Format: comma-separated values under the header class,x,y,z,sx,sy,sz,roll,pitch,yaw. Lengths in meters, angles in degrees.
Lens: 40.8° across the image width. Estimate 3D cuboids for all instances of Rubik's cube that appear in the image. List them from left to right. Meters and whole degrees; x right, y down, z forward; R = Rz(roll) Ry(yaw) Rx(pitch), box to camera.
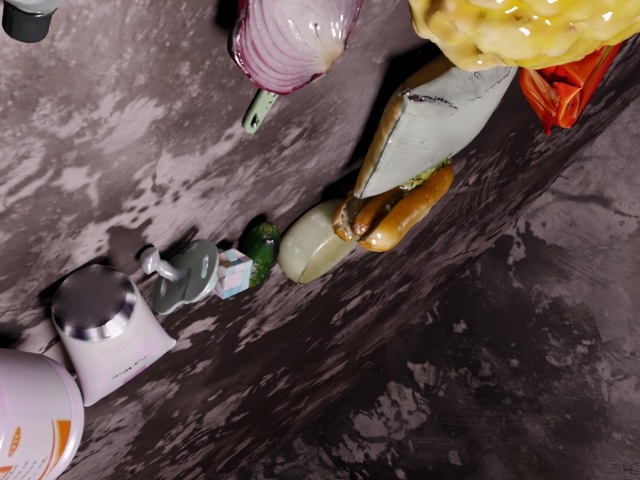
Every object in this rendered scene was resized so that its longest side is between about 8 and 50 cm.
class,x,y,z,sx,sy,sz,roll,pitch,yaw
Rubik's cube,-0.162,0.046,1.454,0.075,0.073,0.084,-1,115,-53

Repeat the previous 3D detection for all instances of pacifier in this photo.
class,x,y,z,sx,sy,sz,roll,pitch,yaw
pacifier,-0.222,0.040,1.306,0.150,0.127,0.116,-19,138,41

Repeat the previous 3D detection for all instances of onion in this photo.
class,x,y,z,sx,sy,sz,roll,pitch,yaw
onion,-0.026,-0.262,0.918,0.206,0.151,0.098,-40,-160,43

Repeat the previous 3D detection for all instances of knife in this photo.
class,x,y,z,sx,sy,sz,roll,pitch,yaw
knife,-0.034,-0.237,1.086,0.043,0.020,0.293,-23,157,-46

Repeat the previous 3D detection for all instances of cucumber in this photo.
class,x,y,z,sx,sy,sz,roll,pitch,yaw
cucumber,-0.114,0.033,1.531,0.069,0.069,0.227,-30,165,-26

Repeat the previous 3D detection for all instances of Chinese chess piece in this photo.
class,x,y,z,sx,sy,sz,roll,pitch,yaw
Chinese chess piece,0.000,0.000,1.652,0.188,0.083,0.188,-38,163,-14

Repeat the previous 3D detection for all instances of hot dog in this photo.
class,x,y,z,sx,sy,sz,roll,pitch,yaw
hot dog,0.147,-0.093,1.598,0.337,0.135,0.100,-39,137,-43

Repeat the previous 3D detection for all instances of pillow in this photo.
class,x,y,z,sx,sy,sz,roll,pitch,yaw
pillow,0.203,-0.217,1.443,0.312,0.119,0.310,-32,161,-26

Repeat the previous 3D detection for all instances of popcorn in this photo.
class,x,y,z,sx,sy,sz,roll,pitch,yaw
popcorn,0.224,-0.337,0.818,0.390,0.354,0.344,-35,144,-7

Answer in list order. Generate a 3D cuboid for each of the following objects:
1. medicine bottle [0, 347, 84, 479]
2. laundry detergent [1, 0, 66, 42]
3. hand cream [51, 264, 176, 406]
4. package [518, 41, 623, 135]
class,x,y,z,sx,sy,sz,roll,pitch,yaw
medicine bottle,-0.460,0.228,1.083,0.202,0.202,0.316,-40,162,3
laundry detergent,-0.207,-0.242,0.644,0.099,0.070,0.226,-34,165,-43
hand cream,-0.315,0.158,1.318,0.185,0.118,0.359,-38,161,-18
package,0.457,-0.387,1.402,0.423,0.123,0.196,-59,165,-3
